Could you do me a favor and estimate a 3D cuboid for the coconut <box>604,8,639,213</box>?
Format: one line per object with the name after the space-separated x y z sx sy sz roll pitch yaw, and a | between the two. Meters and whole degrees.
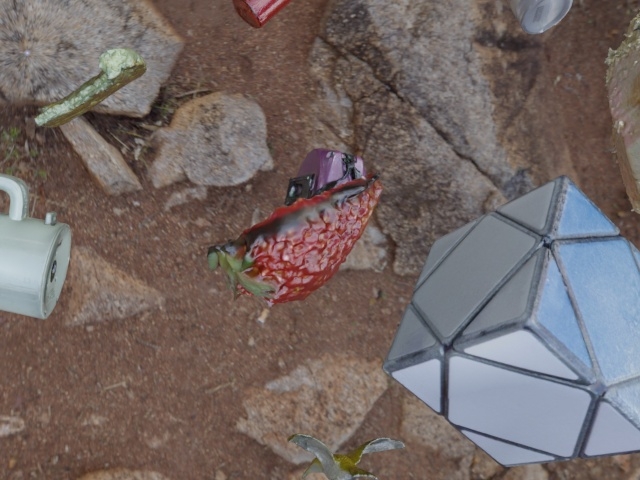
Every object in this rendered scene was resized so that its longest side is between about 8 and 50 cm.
0.515 -0.161 0.839 0.297 0.310 0.298 6 135 6 | coconut

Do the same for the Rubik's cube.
0.227 0.095 0.703 0.205 0.207 0.205 41 52 -15 | Rubik's cube

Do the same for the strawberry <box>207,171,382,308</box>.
0.000 0.000 0.973 0.306 0.233 0.138 -25 88 -24 | strawberry

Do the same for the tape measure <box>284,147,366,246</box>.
0.012 -0.093 1.478 0.149 0.245 0.232 12 80 -19 | tape measure

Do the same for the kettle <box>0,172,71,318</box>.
-0.695 0.011 1.335 0.317 0.205 0.265 12 131 -7 | kettle

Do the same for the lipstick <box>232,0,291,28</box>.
-0.032 -0.474 1.134 0.279 0.073 0.073 -44 117 -13 | lipstick

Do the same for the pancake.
-0.403 -0.252 1.109 0.197 0.376 0.054 -45 110 -39 | pancake

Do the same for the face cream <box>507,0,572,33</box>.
0.265 -0.422 0.917 0.073 0.107 0.270 -16 71 -3 | face cream

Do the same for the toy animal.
0.017 0.375 1.052 0.219 0.095 0.155 20 123 -33 | toy animal
